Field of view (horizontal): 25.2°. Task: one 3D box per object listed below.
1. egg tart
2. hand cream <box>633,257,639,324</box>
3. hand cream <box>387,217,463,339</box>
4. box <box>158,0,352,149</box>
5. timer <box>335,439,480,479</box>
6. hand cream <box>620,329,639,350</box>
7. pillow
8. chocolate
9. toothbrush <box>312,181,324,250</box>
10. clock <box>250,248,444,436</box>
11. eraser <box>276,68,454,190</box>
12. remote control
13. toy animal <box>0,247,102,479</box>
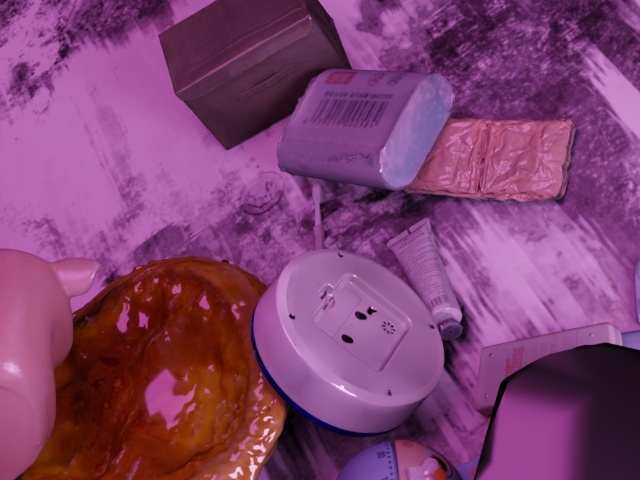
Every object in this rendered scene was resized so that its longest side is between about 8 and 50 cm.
[{"bbox_3d":[-0.204,0.225,1.810,0.443,0.178,0.443,-19,49,23],"label":"egg tart"},{"bbox_3d":[0.475,0.037,1.607,0.256,0.055,0.088,-11,61,28],"label":"hand cream"},{"bbox_3d":[0.138,0.050,1.820,0.067,0.042,0.194,-36,41,15],"label":"hand cream"},{"bbox_3d":[-0.094,-0.273,2.119,0.231,0.149,0.155,-30,47,11],"label":"box"},{"bbox_3d":[0.132,0.286,1.569,0.255,0.175,0.175,-18,50,19],"label":"timer"},{"bbox_3d":[0.390,0.138,1.593,0.312,0.070,0.111,-15,53,33],"label":"hand cream"},{"bbox_3d":[0.219,-0.109,1.881,0.233,0.043,0.126,4,65,31],"label":"pillow"},{"bbox_3d":[0.295,0.266,1.454,0.284,0.186,0.283,-3,65,7],"label":"chocolate"},{"bbox_3d":[-0.001,-0.001,1.955,0.014,0.017,0.194,-17,51,20],"label":"toothbrush"},{"bbox_3d":[0.034,0.117,1.702,0.083,0.230,0.230,-55,35,38],"label":"clock"},{"bbox_3d":[0.057,-0.155,1.955,0.227,0.081,0.174,12,70,50],"label":"eraser"},{"bbox_3d":[0.262,0.149,1.647,0.190,0.029,0.087,-17,51,40],"label":"remote control"},{"bbox_3d":[-0.394,0.143,1.768,0.256,0.195,0.213,-92,21,-45],"label":"toy animal"}]
